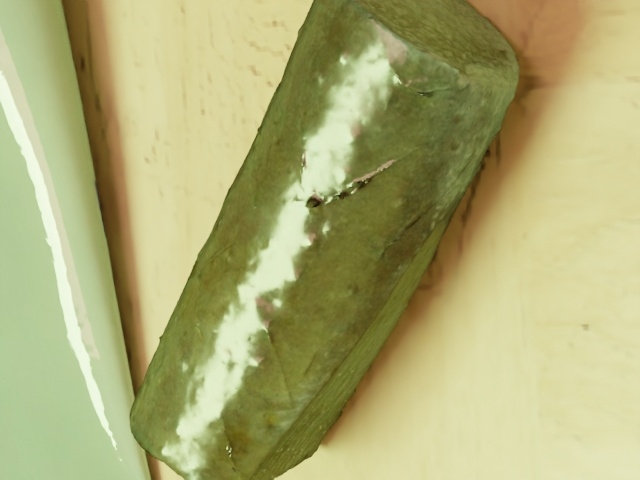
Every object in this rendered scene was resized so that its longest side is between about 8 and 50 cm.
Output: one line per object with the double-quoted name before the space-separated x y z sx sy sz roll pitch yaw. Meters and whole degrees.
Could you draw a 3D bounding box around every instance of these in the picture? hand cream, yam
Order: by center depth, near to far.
"yam" 0.000 0.000 0.605 0.068 0.068 0.169 38 117 29
"hand cream" -0.125 -0.042 0.710 0.109 0.067 0.320 -4 97 37
